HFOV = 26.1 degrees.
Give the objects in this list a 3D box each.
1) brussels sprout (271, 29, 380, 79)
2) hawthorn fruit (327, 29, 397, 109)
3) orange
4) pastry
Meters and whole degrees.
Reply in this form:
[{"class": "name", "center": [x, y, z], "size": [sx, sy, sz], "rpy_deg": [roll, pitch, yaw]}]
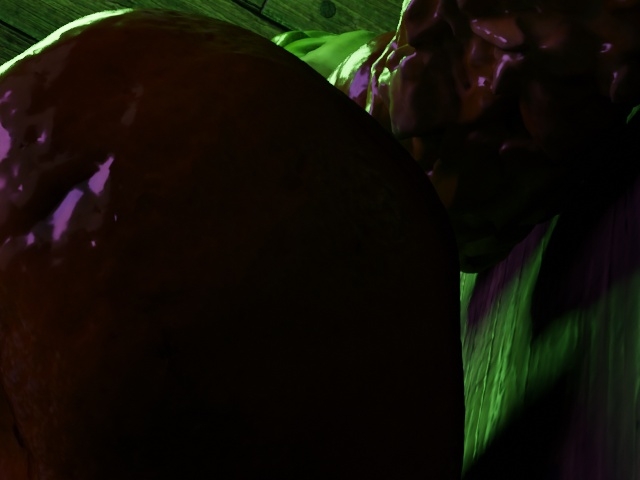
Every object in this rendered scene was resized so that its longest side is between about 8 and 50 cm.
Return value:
[{"class": "brussels sprout", "center": [-0.010, -0.103, 1.566], "size": [0.328, 0.247, 0.328], "rpy_deg": [-63, -2, -4]}, {"class": "hawthorn fruit", "center": [0.055, -0.056, 0.728], "size": [0.140, 0.125, 0.125], "rpy_deg": [-65, 3, -30]}, {"class": "orange", "center": [-0.039, 0.044, 0.494], "size": [0.183, 0.249, 0.249], "rpy_deg": [-24, -24, -36]}, {"class": "pastry", "center": [0.088, -0.090, 0.530], "size": [0.154, 0.102, 0.250], "rpy_deg": [-61, 1, -34]}]
